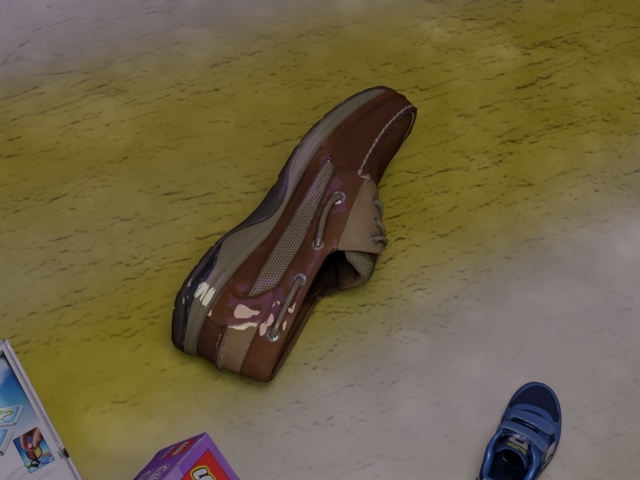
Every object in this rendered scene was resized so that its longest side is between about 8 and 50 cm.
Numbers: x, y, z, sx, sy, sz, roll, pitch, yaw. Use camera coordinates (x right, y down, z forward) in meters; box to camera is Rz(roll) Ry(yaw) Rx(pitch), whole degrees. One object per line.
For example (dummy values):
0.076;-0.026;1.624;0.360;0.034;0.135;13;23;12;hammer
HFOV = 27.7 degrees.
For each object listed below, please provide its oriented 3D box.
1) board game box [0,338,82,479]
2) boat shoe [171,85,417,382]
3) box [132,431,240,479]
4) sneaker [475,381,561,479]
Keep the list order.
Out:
-0.328;0.227;0.960;0.305;0.053;0.193;-28;93;-22;board game box
0.000;0.000;1.183;0.120;0.122;0.324;32;65;15;boat shoe
-0.060;0.299;0.829;0.293;0.057;0.201;57;38;-10;box
0.167;0.171;1.079;0.053;0.059;0.144;18;52;15;sneaker
